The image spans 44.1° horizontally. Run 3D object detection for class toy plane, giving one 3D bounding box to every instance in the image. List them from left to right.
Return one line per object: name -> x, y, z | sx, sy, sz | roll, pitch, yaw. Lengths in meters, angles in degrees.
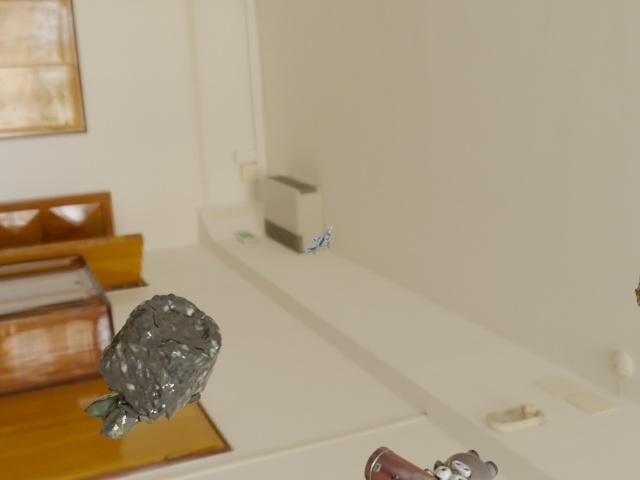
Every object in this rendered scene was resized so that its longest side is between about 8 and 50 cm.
toy plane -> 0.001, 0.003, 1.781 | 0.084, 0.078, 0.024 | -44, -124, 27

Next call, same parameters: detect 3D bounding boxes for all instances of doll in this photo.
doll -> 0.360, 0.626, 2.033 | 0.182, 0.257, 0.117 | 26, -69, 33

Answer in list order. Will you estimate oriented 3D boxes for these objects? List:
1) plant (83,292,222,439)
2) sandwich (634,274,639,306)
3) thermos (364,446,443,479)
plant -> -0.357, 0.287, 1.688 | 0.213, 0.215, 0.312 | 34, -69, 13
sandwich -> 0.578, 0.032, 1.288 | 0.063, 0.245, 0.212 | -33, -126, 44
thermos -> 0.212, 0.562, 1.804 | 0.232, 0.124, 0.099 | 21, -99, 44
